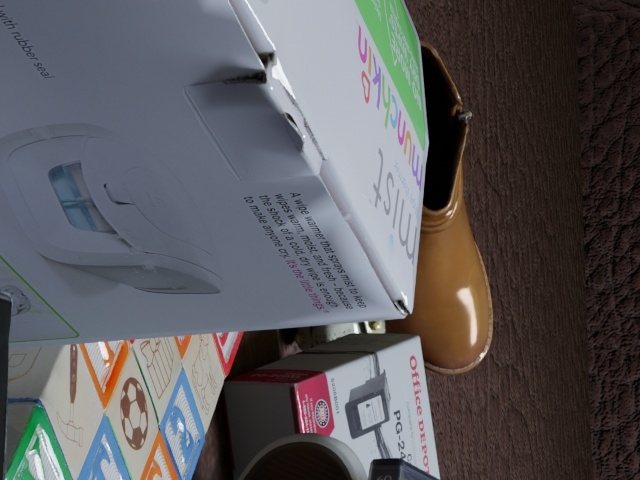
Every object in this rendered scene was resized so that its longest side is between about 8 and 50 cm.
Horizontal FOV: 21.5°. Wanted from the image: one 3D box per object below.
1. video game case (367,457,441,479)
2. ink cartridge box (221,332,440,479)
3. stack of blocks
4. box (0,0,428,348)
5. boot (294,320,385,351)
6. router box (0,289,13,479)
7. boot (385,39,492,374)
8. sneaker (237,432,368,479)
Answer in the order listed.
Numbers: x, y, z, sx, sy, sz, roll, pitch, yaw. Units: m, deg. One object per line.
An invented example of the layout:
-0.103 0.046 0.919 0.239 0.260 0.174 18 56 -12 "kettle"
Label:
0.068 0.277 0.914 0.196 0.026 0.274 35 58 -48 "video game case"
0.010 0.127 1.099 0.150 0.063 0.109 -16 100 -53 "ink cartridge box"
-0.114 0.036 0.715 0.297 0.087 0.171 -74 154 -54 "stack of blocks"
-0.109 -0.073 0.505 0.262 0.231 0.126 59 29 -56 "box"
0.000 0.000 1.167 0.213 0.077 0.165 -42 126 -80 "boot"
-0.187 0.096 0.216 0.309 0.081 0.243 21 62 -45 "router box"
0.085 -0.024 1.300 0.220 0.109 0.283 -173 -108 -82 "boot"
-0.011 0.245 1.012 0.123 0.106 0.290 -42 136 -75 "sneaker"
